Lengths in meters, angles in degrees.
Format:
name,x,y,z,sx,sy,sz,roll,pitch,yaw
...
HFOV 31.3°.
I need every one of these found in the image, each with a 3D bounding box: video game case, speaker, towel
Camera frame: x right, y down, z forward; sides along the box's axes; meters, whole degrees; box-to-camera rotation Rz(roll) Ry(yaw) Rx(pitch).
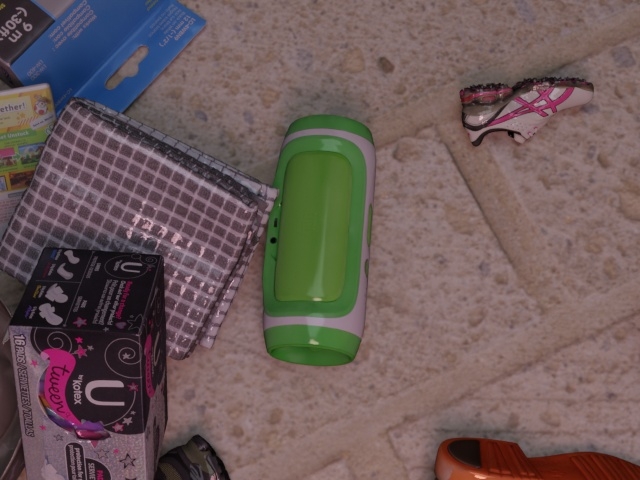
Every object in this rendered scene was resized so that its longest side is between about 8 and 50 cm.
name,x,y,z,sx,sy,sz,roll,pitch,yaw
video game case,-0.434,-0.077,1.442,0.226,0.026,0.206,-11,96,-6
speaker,0.000,0.000,1.422,0.131,0.131,0.297,5,71,-1
towel,-0.221,-0.012,1.373,0.283,0.121,0.235,27,98,1

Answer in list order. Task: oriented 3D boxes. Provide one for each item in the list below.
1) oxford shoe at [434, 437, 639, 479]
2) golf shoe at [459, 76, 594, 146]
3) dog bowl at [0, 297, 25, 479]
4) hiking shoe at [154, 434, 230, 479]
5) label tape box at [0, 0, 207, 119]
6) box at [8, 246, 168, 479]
name,x,y,z,sx,sy,sz,roll,pitch,yaw
oxford shoe,0.298,0.329,1.348,0.363,0.130,0.133,12,104,-5
golf shoe,0.277,-0.175,1.532,0.186,0.067,0.086,-9,101,-8
dog bowl,-0.483,0.188,1.321,0.348,0.102,0.349,-2,75,7
hiking shoe,-0.141,0.348,1.330,0.114,0.086,0.227,-24,65,-1
label tape box,-0.362,-0.330,1.523,0.347,0.115,0.249,37,74,11
box,-0.248,0.154,1.271,0.142,0.247,0.163,2,31,0
